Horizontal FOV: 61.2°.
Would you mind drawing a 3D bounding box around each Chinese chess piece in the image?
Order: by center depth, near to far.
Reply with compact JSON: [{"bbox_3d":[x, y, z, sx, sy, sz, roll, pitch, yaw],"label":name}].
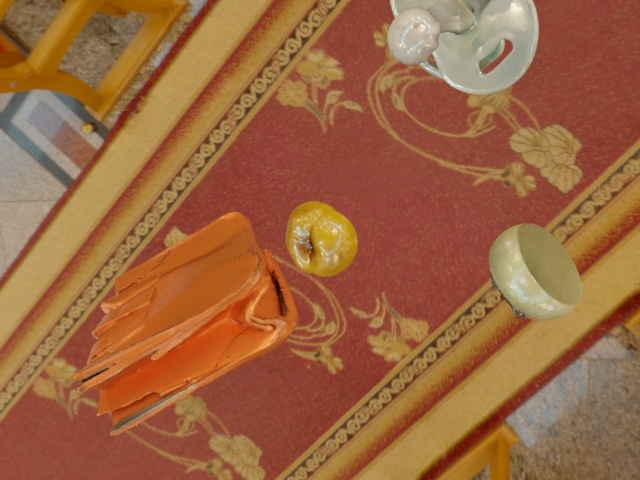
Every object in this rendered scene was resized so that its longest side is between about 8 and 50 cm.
[{"bbox_3d":[0.179,0.026,0.452,0.084,0.084,0.034,48,135,-1],"label":"Chinese chess piece"}]

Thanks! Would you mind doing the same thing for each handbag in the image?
[{"bbox_3d":[-0.208,0.099,0.861,0.303,0.410,0.116,-30,109,-4],"label":"handbag"}]

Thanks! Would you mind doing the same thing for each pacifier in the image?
[{"bbox_3d":[0.221,-0.402,1.015,0.343,0.269,0.288,52,150,5],"label":"pacifier"}]

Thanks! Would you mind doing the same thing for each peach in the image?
[{"bbox_3d":[0.000,0.000,1.199,0.179,0.103,0.179,19,119,37],"label":"peach"}]
